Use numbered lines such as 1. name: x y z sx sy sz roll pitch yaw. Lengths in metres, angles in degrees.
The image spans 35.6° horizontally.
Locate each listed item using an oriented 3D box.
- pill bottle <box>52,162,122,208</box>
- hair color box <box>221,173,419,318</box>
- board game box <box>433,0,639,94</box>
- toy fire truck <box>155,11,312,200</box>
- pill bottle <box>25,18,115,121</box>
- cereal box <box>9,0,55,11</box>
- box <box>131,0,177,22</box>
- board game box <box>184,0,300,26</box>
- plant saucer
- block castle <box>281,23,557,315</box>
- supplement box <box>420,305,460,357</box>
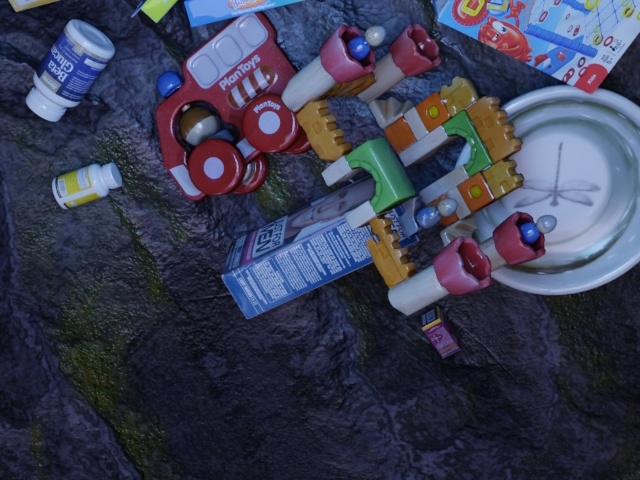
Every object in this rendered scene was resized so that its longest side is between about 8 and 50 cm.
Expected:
1. pill bottle: -0.431 -0.104 1.849 0.116 0.065 0.065 -17 113 9
2. hair color box: 0.000 0.000 1.826 0.347 0.174 0.105 -25 110 11
3. board game box: 0.385 -0.425 1.571 0.302 0.086 0.308 21 125 -15
4. toy fire truck: -0.159 -0.226 1.754 0.302 0.169 0.254 -36 85 15
5. pill bottle: -0.443 -0.294 1.748 0.094 0.094 0.169 36 110 -13
6. cereal box: -0.475 -0.500 1.631 0.173 0.047 0.240 -12 138 9
7. box: -0.237 -0.437 1.672 0.042 0.109 0.178 42 109 -17
8. board game box: -0.109 -0.413 1.652 0.210 0.160 0.047 -12 113 6
9. plant saucer: 0.431 -0.098 1.812 0.401 0.100 0.400 0 114 1
10. block castle: 0.173 -0.132 1.611 0.213 0.303 0.453 -33 81 36
11. supplement box: 0.236 0.180 1.966 0.043 0.055 0.083 -31 109 15
